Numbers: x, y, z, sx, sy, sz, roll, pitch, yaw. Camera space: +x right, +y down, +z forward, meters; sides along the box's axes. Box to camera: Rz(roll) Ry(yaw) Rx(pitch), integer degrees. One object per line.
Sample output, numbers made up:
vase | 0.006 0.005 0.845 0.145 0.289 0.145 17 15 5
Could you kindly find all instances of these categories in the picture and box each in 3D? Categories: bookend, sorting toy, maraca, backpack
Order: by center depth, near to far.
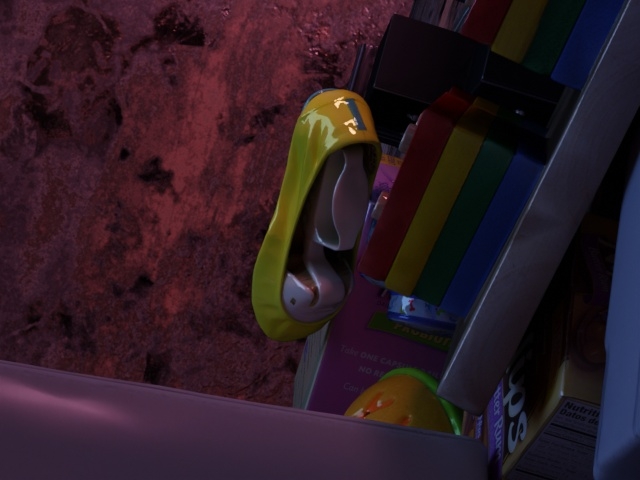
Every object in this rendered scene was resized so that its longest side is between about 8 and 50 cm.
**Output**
sorting toy | 0.105 -0.073 0.680 0.255 0.089 0.257 -66 -5 14
maraca | 0.067 0.158 0.829 0.186 0.099 0.127 51 132 54
bookend | 0.105 -0.113 0.933 0.157 0.156 0.072 121 165 -74
backpack | 0.086 0.026 0.936 0.105 0.114 0.084 152 134 -84

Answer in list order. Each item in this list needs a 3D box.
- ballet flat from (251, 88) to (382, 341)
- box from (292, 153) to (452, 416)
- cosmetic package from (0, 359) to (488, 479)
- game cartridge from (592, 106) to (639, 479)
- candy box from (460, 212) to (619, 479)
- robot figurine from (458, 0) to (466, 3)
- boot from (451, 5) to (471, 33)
ballet flat | 0.000 0.000 0.966 0.077 0.077 0.231 53 140 46
box | 0.061 0.069 1.146 0.213 0.117 0.243 -86 12 -75
cosmetic package | -0.112 0.312 0.598 0.329 0.327 0.394 110 167 -45
game cartridge | 0.169 -0.045 0.435 0.297 0.062 0.198 112 170 -60
candy box | 0.117 0.084 0.671 0.187 0.053 0.109 112 174 -52
robot figurine | 0.156 -0.325 1.034 0.209 0.173 0.278 -114 39 -69
boot | 0.143 -0.130 1.255 0.208 0.076 0.190 -89 11 -51
